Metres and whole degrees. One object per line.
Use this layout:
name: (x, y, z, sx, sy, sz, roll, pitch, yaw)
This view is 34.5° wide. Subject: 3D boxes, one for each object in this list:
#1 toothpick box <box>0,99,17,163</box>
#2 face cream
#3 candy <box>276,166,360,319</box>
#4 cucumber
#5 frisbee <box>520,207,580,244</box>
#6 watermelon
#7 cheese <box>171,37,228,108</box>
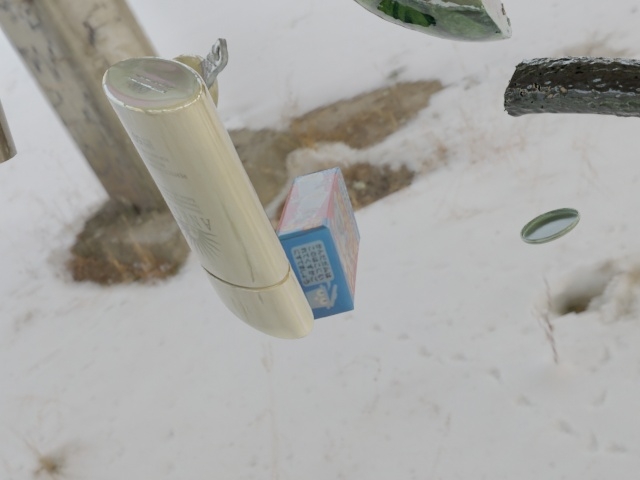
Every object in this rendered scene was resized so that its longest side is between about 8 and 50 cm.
toothpick box: (-0.580, -0.215, 1.698, 0.111, 0.181, 0.111, -11, 22, 5)
face cream: (-0.122, -0.041, 1.169, 0.081, 0.348, 0.173, -40, 41, -21)
candy: (0.001, -0.001, 1.774, 0.100, 0.157, 0.306, -15, 20, 10)
cucumber: (0.256, -0.134, 0.917, 0.052, 0.058, 0.214, -23, 22, -36)
frisbee: (0.401, -0.025, 1.798, 0.110, 0.014, 0.110, -25, 18, 9)
watermelon: (0.154, -0.372, 1.360, 0.201, 0.261, 0.213, -66, -7, 17)
cheese: (-0.212, -0.248, 1.772, 0.070, 0.163, 0.249, 2, -2, -28)
